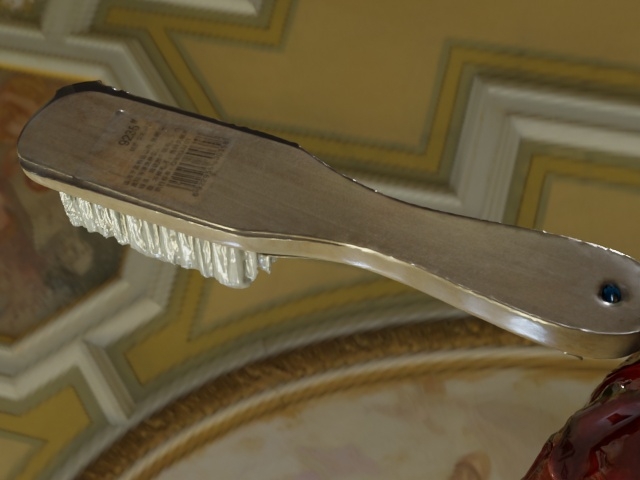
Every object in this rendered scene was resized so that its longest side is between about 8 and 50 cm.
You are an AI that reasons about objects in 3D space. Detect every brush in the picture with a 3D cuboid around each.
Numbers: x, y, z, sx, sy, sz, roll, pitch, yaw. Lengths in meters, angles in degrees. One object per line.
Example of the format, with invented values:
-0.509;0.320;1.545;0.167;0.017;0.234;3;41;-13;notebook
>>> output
0.000;0.000;0.670;0.328;0.065;0.070;17;-129;23;brush

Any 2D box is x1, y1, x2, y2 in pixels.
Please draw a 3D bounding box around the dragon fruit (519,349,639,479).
0.214;0.157;0.586;0.299;0.244;0.244;28;-107;-20;dragon fruit
